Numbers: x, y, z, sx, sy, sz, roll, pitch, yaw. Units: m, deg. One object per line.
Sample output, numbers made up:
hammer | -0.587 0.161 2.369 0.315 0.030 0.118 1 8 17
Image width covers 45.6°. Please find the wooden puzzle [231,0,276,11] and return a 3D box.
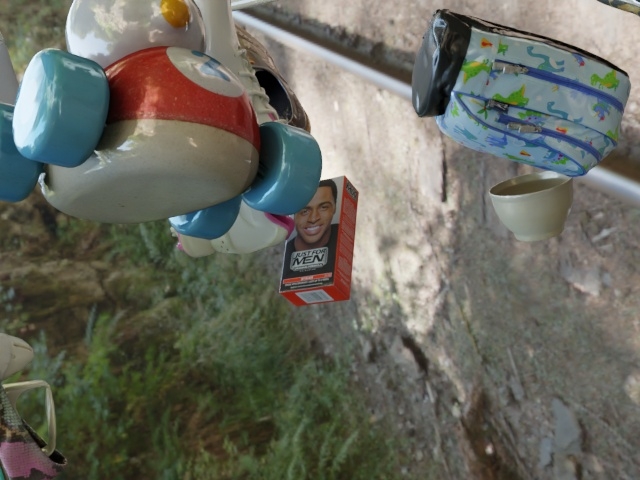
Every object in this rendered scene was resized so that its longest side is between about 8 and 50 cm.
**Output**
wooden puzzle | -0.120 -0.497 1.089 0.347 0.080 0.322 11 111 51

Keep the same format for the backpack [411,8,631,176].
backpack | 0.351 -0.249 1.330 0.290 0.355 0.273 134 138 -87

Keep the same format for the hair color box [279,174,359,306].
hair color box | 0.000 0.000 0.868 0.043 0.072 0.141 45 -138 -49

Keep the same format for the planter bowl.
planter bowl | 0.424 -0.063 1.505 0.162 0.162 0.109 -154 47 -68

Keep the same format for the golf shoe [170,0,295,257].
golf shoe | -0.088 -0.130 0.803 0.115 0.140 0.306 -69 -19 -70

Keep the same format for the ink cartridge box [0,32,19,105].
ink cartridge box | -0.441 -0.200 0.925 0.176 0.127 0.128 50 152 47

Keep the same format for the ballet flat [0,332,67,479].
ballet flat | -0.293 0.140 0.700 0.077 0.079 0.222 29 139 52

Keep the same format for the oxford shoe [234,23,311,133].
oxford shoe | -0.148 -0.351 1.562 0.364 0.130 0.133 48 177 13

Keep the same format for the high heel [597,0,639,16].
high heel | 0.373 -0.250 0.762 0.093 0.186 0.261 -67 -6 34

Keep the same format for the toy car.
toy car | -0.136 -0.141 0.603 0.210 0.219 0.238 -15 70 47
